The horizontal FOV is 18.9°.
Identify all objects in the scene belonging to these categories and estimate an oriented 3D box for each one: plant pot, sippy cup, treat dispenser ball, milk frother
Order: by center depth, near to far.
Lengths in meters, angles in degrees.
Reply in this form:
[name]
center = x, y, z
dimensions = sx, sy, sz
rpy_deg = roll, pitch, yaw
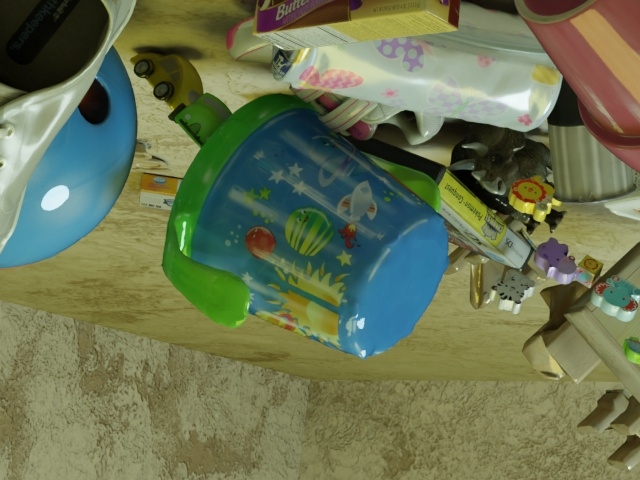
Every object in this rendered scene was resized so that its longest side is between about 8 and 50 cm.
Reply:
[plant pot]
center = 0.258, -0.177, 1.520
dimensions = 0.180, 0.201, 0.201
rpy_deg = 34, 155, -32
[milk frother]
center = 0.299, -0.116, 1.886
dimensions = 0.143, 0.134, 0.129
rpy_deg = 3, -161, 36
[treat dispenser ball]
center = -0.326, -0.114, 1.909
dimensions = 0.288, 0.288, 0.288
rpy_deg = 7, 169, 1
[sippy cup]
center = 0.000, 0.000, 1.945
dimensions = 0.224, 0.305, 0.240
rpy_deg = 30, 160, 28

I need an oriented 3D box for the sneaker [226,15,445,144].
[sneaker]
center = 0.027, -0.161, 1.901
dimensions = 0.252, 0.111, 0.103
rpy_deg = 11, 168, -16

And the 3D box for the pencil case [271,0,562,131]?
[pencil case]
center = 0.089, -0.180, 1.768
dimensions = 0.273, 0.113, 0.124
rpy_deg = 12, 148, -19

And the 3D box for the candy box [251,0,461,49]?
[candy box]
center = 0.033, -0.223, 1.594
dimensions = 0.187, 0.109, 0.053
rpy_deg = -1, 166, 39

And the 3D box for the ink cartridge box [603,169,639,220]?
[ink cartridge box]
center = 0.466, -0.081, 1.987
dimensions = 0.211, 0.121, 0.289
rpy_deg = 15, 167, -32

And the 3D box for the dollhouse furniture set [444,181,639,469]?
[dollhouse furniture set]
center = 0.398, 0.070, 2.389
dimensions = 0.362, 0.256, 0.394
rpy_deg = 49, 169, -3

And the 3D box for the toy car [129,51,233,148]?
[toy car]
center = -0.112, -0.121, 2.020
dimensions = 0.239, 0.053, 0.225
rpy_deg = 47, -179, -1

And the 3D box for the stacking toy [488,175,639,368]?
[stacking toy]
center = 0.291, 0.044, 2.097
dimensions = 0.221, 0.052, 0.167
rpy_deg = 30, 139, 20

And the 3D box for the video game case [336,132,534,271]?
[video game case]
center = 0.085, -0.064, 2.235
dimensions = 0.275, 0.035, 0.248
rpy_deg = 23, 171, 37

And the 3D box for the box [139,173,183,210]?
[box]
center = -0.219, -0.065, 2.754
dimensions = 0.081, 0.028, 0.136
rpy_deg = 8, 171, -5

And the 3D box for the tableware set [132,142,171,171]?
[tableware set]
center = -0.283, -0.113, 2.572
dimensions = 0.141, 0.020, 0.168
rpy_deg = 5, 168, 11

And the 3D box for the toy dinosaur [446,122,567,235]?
[toy dinosaur]
center = 0.214, -0.081, 2.243
dimensions = 0.160, 0.121, 0.313
rpy_deg = 35, 175, -5

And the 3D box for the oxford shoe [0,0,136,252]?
[oxford shoe]
center = -0.315, -0.092, 1.702
dimensions = 0.169, 0.449, 0.130
rpy_deg = 34, -167, -9
